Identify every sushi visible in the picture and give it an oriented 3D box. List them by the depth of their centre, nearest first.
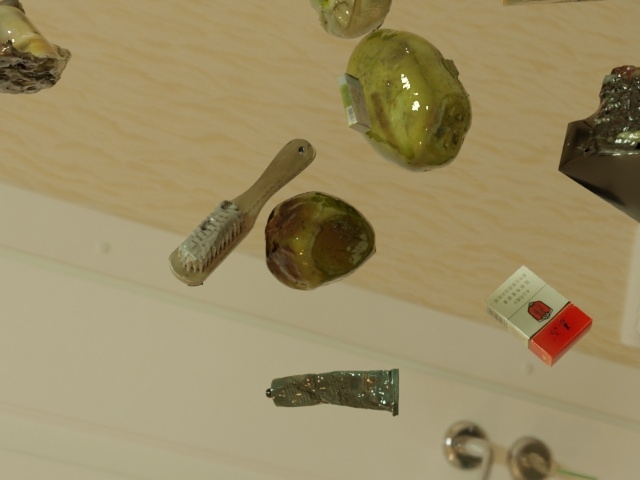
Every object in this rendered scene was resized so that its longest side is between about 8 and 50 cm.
[{"bbox_3d":[0.508,-0.158,1.188,0.227,0.215,0.212,-23,46,57],"label":"sushi"}]

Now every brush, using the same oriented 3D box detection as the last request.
[{"bbox_3d":[-0.115,-0.061,1.330,0.327,0.070,0.065,-48,-9,-28],"label":"brush"}]

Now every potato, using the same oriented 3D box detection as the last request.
[{"bbox_3d":[0.133,-0.215,1.289,0.228,0.148,0.197,34,136,46],"label":"potato"}]

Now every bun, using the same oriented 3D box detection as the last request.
[{"bbox_3d":[0.049,-0.553,1.814,0.239,0.141,0.239,38,142,37],"label":"bun"}]

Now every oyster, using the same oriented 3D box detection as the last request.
[{"bbox_3d":[-0.394,-0.232,0.984,0.100,0.271,0.275,-49,48,10],"label":"oyster"}]

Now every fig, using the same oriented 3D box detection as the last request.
[{"bbox_3d":[0.000,0.000,1.231,0.154,0.165,0.144,134,131,-83],"label":"fig"}]

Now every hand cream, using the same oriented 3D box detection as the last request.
[{"bbox_3d":[0.017,0.263,1.458,0.052,0.247,0.075,-38,-60,-61],"label":"hand cream"}]

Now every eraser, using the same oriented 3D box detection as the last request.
[{"bbox_3d":[0.048,-0.196,1.200,0.019,0.038,0.083,-28,64,34],"label":"eraser"}]

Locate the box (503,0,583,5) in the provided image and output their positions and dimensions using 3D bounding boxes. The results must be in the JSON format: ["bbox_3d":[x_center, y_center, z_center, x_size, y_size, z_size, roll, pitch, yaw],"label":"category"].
[{"bbox_3d":[0.520,-0.532,1.757,0.159,0.240,0.071,-137,42,-77],"label":"box"}]

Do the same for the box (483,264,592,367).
[{"bbox_3d":[0.361,0.125,1.409,0.100,0.152,0.048,-41,-34,-11],"label":"box"}]
